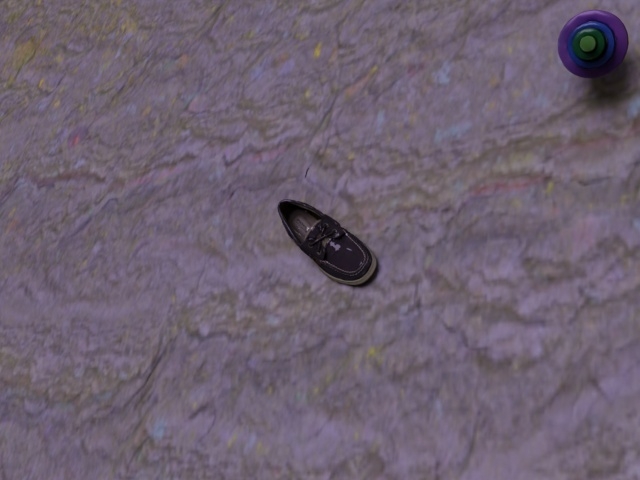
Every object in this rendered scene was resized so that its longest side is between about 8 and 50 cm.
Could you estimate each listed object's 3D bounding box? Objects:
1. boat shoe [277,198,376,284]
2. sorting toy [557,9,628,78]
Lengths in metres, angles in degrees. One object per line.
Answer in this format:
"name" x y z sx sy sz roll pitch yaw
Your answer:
"boat shoe" 0.000 0.000 0.950 0.152 0.049 0.056 32 84 43
"sorting toy" 0.380 -0.232 0.735 0.365 0.126 0.127 -21 95 24
